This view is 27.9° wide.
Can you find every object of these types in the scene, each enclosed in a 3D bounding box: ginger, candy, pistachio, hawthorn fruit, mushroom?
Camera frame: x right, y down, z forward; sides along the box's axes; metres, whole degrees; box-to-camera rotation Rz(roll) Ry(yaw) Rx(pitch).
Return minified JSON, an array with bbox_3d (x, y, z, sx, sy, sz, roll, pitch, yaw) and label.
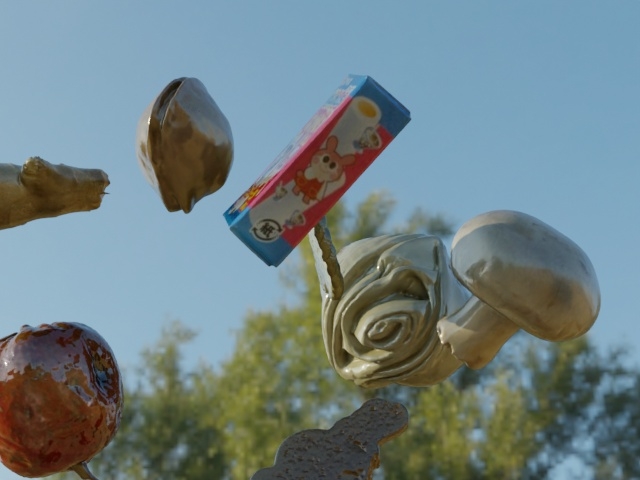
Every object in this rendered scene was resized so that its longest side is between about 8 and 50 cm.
[{"bbox_3d":[-0.563,-0.104,2.172,0.375,0.166,0.236,-22,-53,-2],"label":"ginger"},{"bbox_3d":[-0.009,-0.109,1.922,0.100,0.306,0.157,43,1,-11],"label":"candy"},{"bbox_3d":[-0.228,-0.176,2.146,0.163,0.212,0.260,6,-29,4],"label":"pistachio"},{"bbox_3d":[-0.444,0.258,2.088,0.258,0.261,0.258,9,-1,0],"label":"hawthorn fruit"},{"bbox_3d":[0.344,0.104,2.296,0.297,0.297,0.290,25,-79,-43],"label":"mushroom"}]

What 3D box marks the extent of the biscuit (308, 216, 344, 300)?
[{"bbox_3d":[0.000,0.000,2.263,0.036,0.187,0.273,-17,-53,-3],"label":"biscuit"}]

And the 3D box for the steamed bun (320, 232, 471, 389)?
[{"bbox_3d":[0.148,0.131,2.555,0.310,0.324,0.219,-10,-15,8],"label":"steamed bun"}]

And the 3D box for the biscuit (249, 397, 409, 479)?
[{"bbox_3d":[0.016,0.368,2.035,0.183,0.320,0.047,35,-21,19],"label":"biscuit"}]
